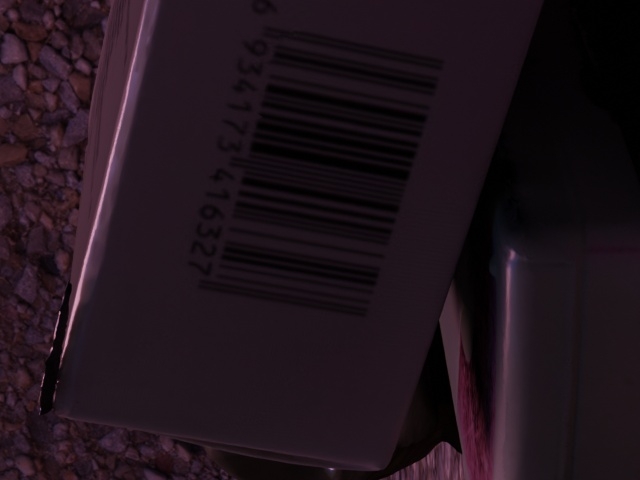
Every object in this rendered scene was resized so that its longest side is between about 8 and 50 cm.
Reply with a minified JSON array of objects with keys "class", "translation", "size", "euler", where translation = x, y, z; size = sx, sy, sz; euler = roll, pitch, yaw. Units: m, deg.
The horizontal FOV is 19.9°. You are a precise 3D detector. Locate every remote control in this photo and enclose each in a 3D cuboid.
[{"class":"remote control","translation":[0.063,-0.035,0.643],"size":[0.344,0.050,0.145],"euler":[-96,4,-55]}]

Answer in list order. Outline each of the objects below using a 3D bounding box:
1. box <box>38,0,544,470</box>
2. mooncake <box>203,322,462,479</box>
[{"class":"box","translation":[0.002,-0.111,0.542],"size":[0.200,0.106,0.299],"euler":[-99,23,-61]},{"class":"mooncake","translation":[-0.005,-0.001,0.896],"size":[0.250,0.136,0.254],"euler":[33,-127,-78]}]
